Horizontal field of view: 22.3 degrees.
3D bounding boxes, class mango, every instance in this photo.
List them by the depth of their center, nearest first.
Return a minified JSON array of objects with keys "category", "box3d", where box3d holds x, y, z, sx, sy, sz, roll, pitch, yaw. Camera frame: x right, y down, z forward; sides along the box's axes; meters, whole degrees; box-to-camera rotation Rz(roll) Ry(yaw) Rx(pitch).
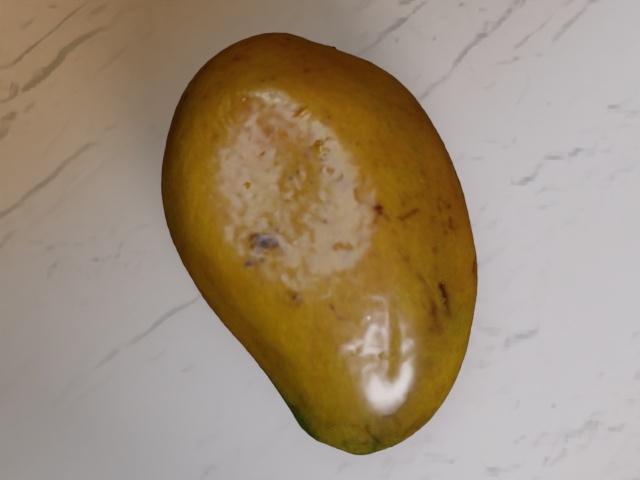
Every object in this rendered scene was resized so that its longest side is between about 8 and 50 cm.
[{"category":"mango","box3d":[0.005,-0.005,0.636,0.115,0.089,0.165,-38,78,-1]}]
